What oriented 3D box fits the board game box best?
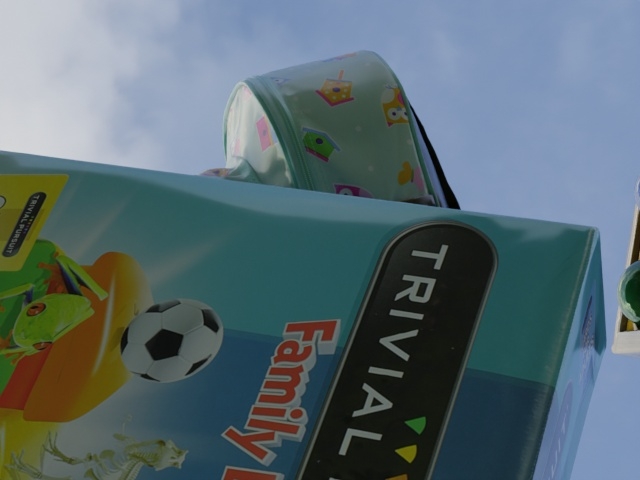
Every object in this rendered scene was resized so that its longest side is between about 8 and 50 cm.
[{"bbox_3d":[-0.089,0.089,0.557,0.336,0.079,0.254,7,-128,19],"label":"board game box"}]

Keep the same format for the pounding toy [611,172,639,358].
[{"bbox_3d":[0.225,-0.037,0.806,0.094,0.181,0.206,11,-96,-3],"label":"pounding toy"}]

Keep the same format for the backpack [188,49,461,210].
[{"bbox_3d":[0.000,0.000,0.810,0.144,0.166,0.188,-8,-98,-10],"label":"backpack"}]
